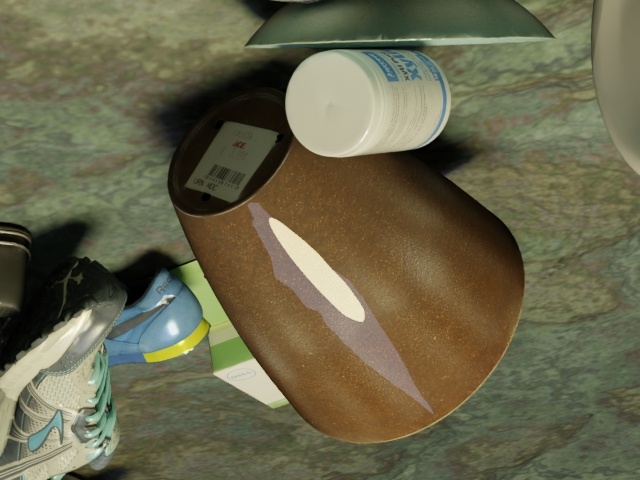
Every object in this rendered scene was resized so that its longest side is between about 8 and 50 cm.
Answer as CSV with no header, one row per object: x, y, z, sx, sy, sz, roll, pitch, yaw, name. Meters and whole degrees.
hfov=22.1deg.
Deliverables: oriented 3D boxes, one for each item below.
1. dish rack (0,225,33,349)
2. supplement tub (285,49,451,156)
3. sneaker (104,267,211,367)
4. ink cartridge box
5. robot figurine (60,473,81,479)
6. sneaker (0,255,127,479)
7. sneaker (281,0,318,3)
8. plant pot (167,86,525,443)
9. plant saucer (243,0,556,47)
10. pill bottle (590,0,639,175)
-0.361,0.075,1.306,0.208,0.074,0.271,5,150,-26,dish rack
0.033,-0.092,1.081,0.071,0.071,0.107,-29,171,31,supplement tub
-0.193,0.069,1.377,0.209,0.069,0.082,-16,119,30,sneaker
-0.025,0.070,1.436,0.171,0.056,0.235,-20,153,19,ink cartridge box
-0.336,0.370,1.727,0.353,0.199,0.300,-27,140,28,robot figurine
-0.205,0.119,1.323,0.122,0.110,0.283,30,135,-12,sneaker
-0.064,-0.178,0.961,0.158,0.064,0.061,7,-179,8,sneaker
0.000,0.000,1.178,0.215,0.215,0.230,-24,137,23,plant pot
0.048,-0.140,1.019,0.195,0.037,0.195,-2,-175,0,plant saucer
0.375,-0.128,1.037,0.363,0.210,0.210,1,150,-21,pill bottle
